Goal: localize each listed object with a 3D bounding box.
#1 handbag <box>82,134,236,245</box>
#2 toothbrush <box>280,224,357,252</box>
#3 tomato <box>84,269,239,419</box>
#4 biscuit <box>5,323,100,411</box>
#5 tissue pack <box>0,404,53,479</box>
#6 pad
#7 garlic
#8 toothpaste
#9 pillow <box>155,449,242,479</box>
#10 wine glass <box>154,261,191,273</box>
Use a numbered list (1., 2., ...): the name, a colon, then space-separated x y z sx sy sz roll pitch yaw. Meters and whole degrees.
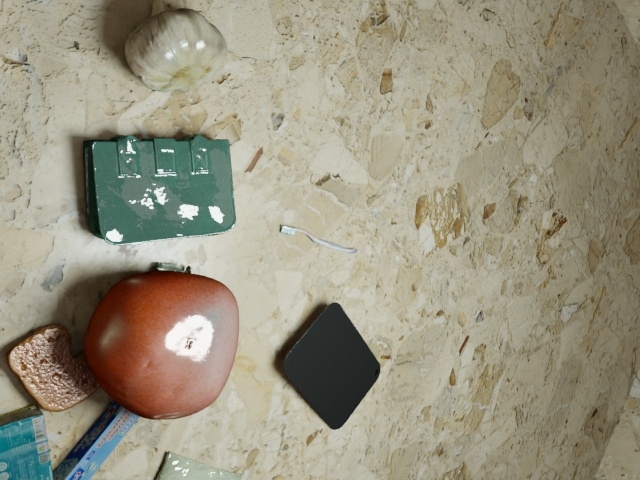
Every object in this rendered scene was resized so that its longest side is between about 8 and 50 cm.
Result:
1. handbag: -0.358 -0.119 1.397 0.327 0.089 0.238 -6 99 -34
2. toothbrush: 0.000 0.000 1.708 0.269 0.021 0.027 18 97 -35
3. tomato: -0.323 0.225 1.333 0.341 0.273 0.341 10 76 -45
4. biscuit: -0.551 0.262 1.331 0.186 0.036 0.192 -39 116 -29
5. tissue pack: -0.624 0.438 1.268 0.120 0.082 0.169 -11 102 -34
6. pad: 0.005 0.380 1.756 0.315 0.063 0.375 -49 130 -22
7. garlic: -0.331 -0.442 1.341 0.219 0.218 0.212 -17 76 -33
8. toothpaste: -0.513 0.474 1.362 0.272 0.066 0.053 -52 121 -20
9. pillow: -0.313 0.625 1.537 0.230 0.050 0.148 33 71 -34
10. wine glass: -0.348 0.073 1.452 0.083 0.039 0.042 12 59 -34
